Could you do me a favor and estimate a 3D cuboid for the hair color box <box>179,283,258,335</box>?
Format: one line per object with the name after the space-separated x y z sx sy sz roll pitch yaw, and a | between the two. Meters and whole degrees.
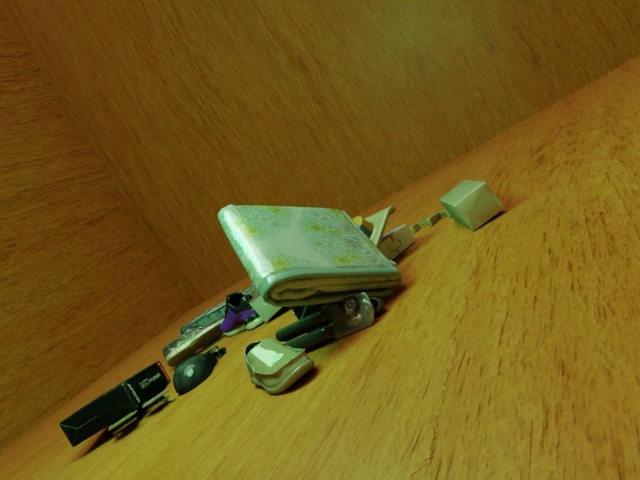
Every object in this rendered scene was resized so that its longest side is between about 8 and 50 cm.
-0.410 0.319 2.462 0.347 0.105 0.174 -29 6 21 | hair color box

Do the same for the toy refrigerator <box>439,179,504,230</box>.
0.416 -0.100 1.619 0.102 0.094 0.269 -38 4 6 | toy refrigerator

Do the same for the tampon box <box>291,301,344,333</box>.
-0.026 0.142 1.508 0.120 0.161 0.101 -32 5 -5 | tampon box

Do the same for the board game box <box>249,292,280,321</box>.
-0.121 0.154 2.116 0.224 0.097 0.303 -42 0 10 | board game box

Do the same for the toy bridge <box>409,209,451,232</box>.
0.378 -0.072 1.932 0.063 0.026 0.188 -33 4 -39 | toy bridge

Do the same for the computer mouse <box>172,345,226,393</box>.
-0.402 0.397 1.823 0.188 0.072 0.272 -31 5 0 | computer mouse

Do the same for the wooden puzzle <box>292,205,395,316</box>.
0.054 0.054 1.749 0.322 0.080 0.348 -26 31 53 | wooden puzzle

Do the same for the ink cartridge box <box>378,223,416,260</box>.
0.190 0.034 1.806 0.198 0.067 0.115 -34 5 -36 | ink cartridge box

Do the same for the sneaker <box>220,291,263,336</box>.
-0.307 0.260 2.158 0.102 0.146 0.293 -35 6 -38 | sneaker

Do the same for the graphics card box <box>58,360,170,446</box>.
-0.646 0.513 1.873 0.232 0.094 0.371 -31 -2 -1 | graphics card box

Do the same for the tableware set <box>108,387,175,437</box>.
-0.519 0.503 1.687 0.194 0.039 0.128 -32 -3 -28 | tableware set

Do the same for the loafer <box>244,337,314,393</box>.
-0.105 0.259 1.237 0.102 0.092 0.268 -35 6 -30 | loafer

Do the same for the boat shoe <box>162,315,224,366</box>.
-0.492 0.379 2.282 0.285 0.092 0.103 -36 -31 -13 | boat shoe

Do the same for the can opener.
0.022 0.198 1.332 0.283 0.076 0.095 -29 -26 35 | can opener

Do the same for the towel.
-0.025 0.027 1.396 0.374 0.090 0.320 1 31 -32 | towel
